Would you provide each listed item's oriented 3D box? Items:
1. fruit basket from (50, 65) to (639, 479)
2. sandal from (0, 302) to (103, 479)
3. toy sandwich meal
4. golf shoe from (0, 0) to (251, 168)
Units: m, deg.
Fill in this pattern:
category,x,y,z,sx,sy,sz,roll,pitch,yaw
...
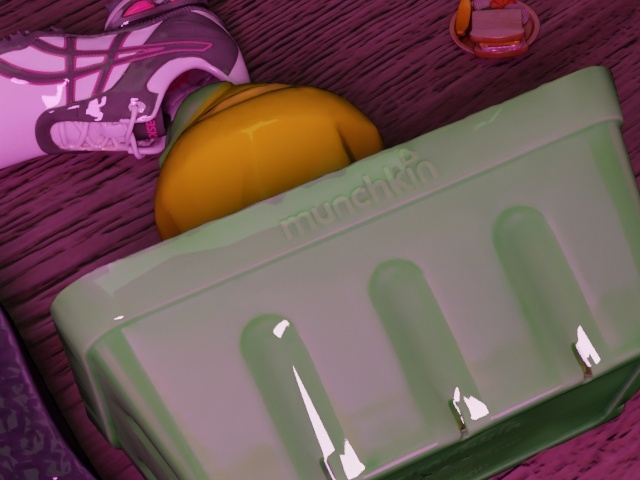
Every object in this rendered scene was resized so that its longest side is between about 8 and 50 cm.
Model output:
category,x,y,z,sx,sy,sz,roll,pitch,yaw
fruit basket,0.000,0.000,0.926,0.392,0.283,0.392,1,65,-2
sandal,-0.201,0.176,0.890,0.167,0.107,0.446,-39,65,-12
toy sandwich meal,0.148,-0.187,1.199,0.086,0.029,0.085,-4,49,4
golf shoe,-0.188,-0.115,1.136,0.273,0.105,0.120,-30,59,-17
